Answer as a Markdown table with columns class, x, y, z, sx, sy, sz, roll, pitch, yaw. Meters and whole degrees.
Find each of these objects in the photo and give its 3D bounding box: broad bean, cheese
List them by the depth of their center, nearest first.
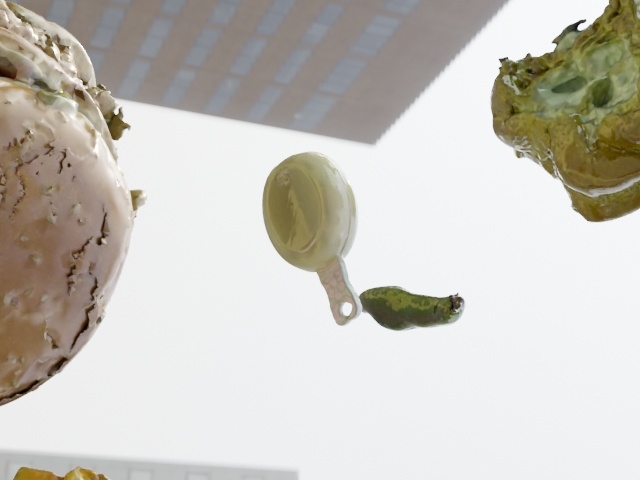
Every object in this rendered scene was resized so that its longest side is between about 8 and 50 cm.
| class | x | y | z | sx | sy | sz | roll | pitch | yaw |
| --- | --- | --- | --- | --- | --- | --- | --- | --- | --- |
| cheese | 0.000 | 0.000 | 1.516 | 0.137 | 0.064 | 0.227 | -39 | -117 | 38 |
| broad bean | 0.153 | 0.107 | 1.950 | 0.325 | 0.075 | 0.067 | -7 | -129 | 58 |

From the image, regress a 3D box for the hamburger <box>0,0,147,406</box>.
| class | x | y | z | sx | sy | sz | roll | pitch | yaw |
| --- | --- | --- | --- | --- | --- | --- | --- | --- | --- |
| hamburger | -0.232 | -0.024 | 0.753 | 0.211 | 0.245 | 0.261 | -120 | -158 | -53 |

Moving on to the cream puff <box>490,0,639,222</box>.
| class | x | y | z | sx | sy | sz | roll | pitch | yaw |
| --- | --- | --- | --- | --- | --- | --- | --- | --- | --- |
| cream puff | 0.411 | -0.163 | 1.676 | 0.323 | 0.274 | 0.270 | -29 | -112 | 28 |

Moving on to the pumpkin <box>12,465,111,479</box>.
| class | x | y | z | sx | sy | sz | roll | pitch | yaw |
| --- | --- | --- | --- | --- | --- | --- | --- | --- | --- |
| pumpkin | -0.120 | 0.280 | 1.037 | 0.190 | 0.280 | 0.139 | -29 | -137 | 52 |
